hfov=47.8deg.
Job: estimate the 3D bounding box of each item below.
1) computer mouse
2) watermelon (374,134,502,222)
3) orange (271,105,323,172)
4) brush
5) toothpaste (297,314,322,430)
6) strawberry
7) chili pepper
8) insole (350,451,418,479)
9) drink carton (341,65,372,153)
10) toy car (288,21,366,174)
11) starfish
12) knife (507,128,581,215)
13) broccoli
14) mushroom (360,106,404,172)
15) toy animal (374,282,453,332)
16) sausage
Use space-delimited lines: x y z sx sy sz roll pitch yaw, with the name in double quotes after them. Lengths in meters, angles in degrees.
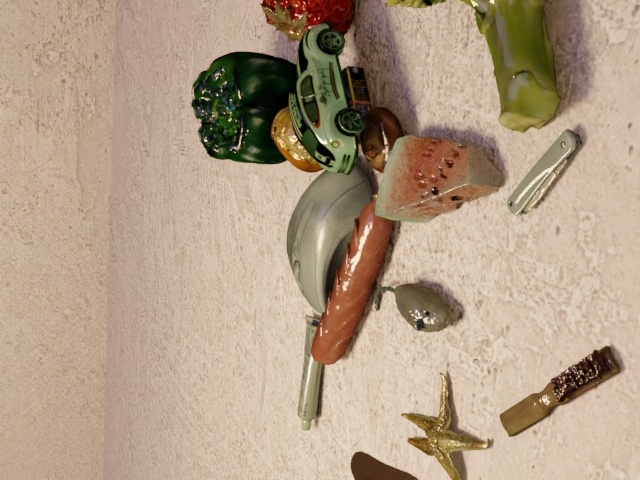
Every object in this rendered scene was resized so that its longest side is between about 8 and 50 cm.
0.000 0.000 1.565 0.188 0.121 0.371 53 137 45 "computer mouse"
0.209 -0.111 1.258 0.241 0.094 0.154 1 82 57 "watermelon"
-0.027 -0.221 1.529 0.156 0.134 0.156 35 160 15 "orange"
0.344 0.232 1.081 0.248 0.036 0.043 -52 44 46 "brush"
-0.022 0.310 1.674 0.069 0.047 0.269 -152 66 -76 "toothpaste"
-0.010 -0.543 1.506 0.205 0.205 0.245 20 85 57 "strawberry"
-0.148 -0.301 1.661 0.233 0.256 0.249 11 102 53 "chili pepper"
0.152 0.503 1.434 0.327 0.007 0.111 14 102 57 "insole"
0.069 -0.269 1.494 0.071 0.056 0.166 -23 72 50 "drink carton"
-0.001 -0.274 1.402 0.136 0.125 0.306 114 144 -69 "toy car"
0.216 0.346 1.296 0.223 0.050 0.217 -10 75 53 "starfish"
0.336 -0.096 1.091 0.162 0.023 0.044 -59 42 41 "knife"
0.241 -0.380 1.106 0.353 0.274 0.397 -117 15 -63 "broccoli"
0.119 -0.193 1.389 0.109 0.084 0.126 -89 -3 -65 "mushroom"
0.157 0.116 1.358 0.253 0.070 0.079 15 88 60 "toy animal"
0.065 0.096 1.490 0.088 0.087 0.433 51 134 45 "sausage"
